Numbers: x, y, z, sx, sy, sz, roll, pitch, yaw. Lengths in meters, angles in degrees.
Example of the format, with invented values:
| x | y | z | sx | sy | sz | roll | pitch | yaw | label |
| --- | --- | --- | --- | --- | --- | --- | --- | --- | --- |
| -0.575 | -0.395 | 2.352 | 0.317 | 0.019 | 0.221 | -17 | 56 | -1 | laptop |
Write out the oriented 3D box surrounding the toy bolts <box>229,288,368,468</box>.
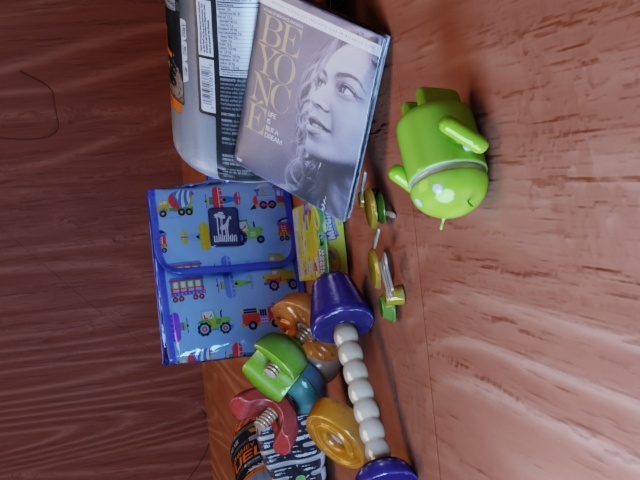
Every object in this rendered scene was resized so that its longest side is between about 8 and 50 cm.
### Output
| x | y | z | sx | sy | sz | roll | pitch | yaw | label |
| --- | --- | --- | --- | --- | --- | --- | --- | --- | --- |
| 0.006 | 0.179 | 1.606 | 0.218 | 0.158 | 0.228 | 42 | 149 | 4 | toy bolts |

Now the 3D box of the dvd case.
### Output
| x | y | z | sx | sy | sz | roll | pitch | yaw | label |
| --- | --- | --- | --- | --- | --- | --- | --- | --- | --- |
| -0.015 | -0.150 | 1.364 | 0.164 | 0.018 | 0.221 | 29 | 124 | 27 | dvd case |

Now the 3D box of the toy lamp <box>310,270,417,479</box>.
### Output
| x | y | z | sx | sy | sz | roll | pitch | yaw | label |
| --- | --- | --- | --- | --- | --- | --- | --- | --- | --- |
| 0.041 | 0.158 | 1.431 | 0.080 | 0.080 | 0.274 | 100 | 161 | -54 | toy lamp |

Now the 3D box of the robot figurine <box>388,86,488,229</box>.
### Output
| x | y | z | sx | sy | sz | roll | pitch | yaw | label |
| --- | --- | --- | --- | --- | --- | --- | --- | --- | --- |
| 0.101 | -0.069 | 1.033 | 0.101 | 0.067 | 0.115 | -41 | 53 | 52 | robot figurine |

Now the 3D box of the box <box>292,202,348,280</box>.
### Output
| x | y | z | sx | sy | sz | roll | pitch | yaw | label |
| --- | --- | --- | --- | --- | --- | --- | --- | --- | --- |
| 0.000 | 0.000 | 1.644 | 0.179 | 0.043 | 0.105 | 168 | 96 | -81 | box |

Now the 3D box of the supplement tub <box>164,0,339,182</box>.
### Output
| x | y | z | sx | sy | sz | roll | pitch | yaw | label |
| --- | --- | --- | --- | --- | --- | --- | --- | --- | --- |
| -0.080 | -0.257 | 1.487 | 0.207 | 0.207 | 0.338 | -114 | 22 | -58 | supplement tub |

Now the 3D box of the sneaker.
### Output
| x | y | z | sx | sy | sz | roll | pitch | yaw | label |
| --- | --- | --- | --- | --- | --- | --- | --- | --- | --- |
| -0.045 | 0.318 | 1.887 | 0.162 | 0.106 | 0.281 | -153 | 57 | -80 | sneaker |

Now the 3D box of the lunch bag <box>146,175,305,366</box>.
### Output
| x | y | z | sx | sy | sz | roll | pitch | yaw | label |
| --- | --- | --- | --- | --- | --- | --- | --- | --- | --- |
| -0.145 | 0.034 | 1.927 | 0.138 | 0.221 | 0.293 | 146 | 117 | -77 | lunch bag |

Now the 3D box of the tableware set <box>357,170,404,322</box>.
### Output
| x | y | z | sx | sy | sz | roll | pitch | yaw | label |
| --- | --- | --- | --- | --- | --- | --- | --- | --- | --- |
| 0.067 | 0.007 | 1.367 | 0.104 | 0.024 | 0.154 | 99 | 160 | -63 | tableware set |

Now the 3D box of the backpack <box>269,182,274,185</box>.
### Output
| x | y | z | sx | sy | sz | roll | pitch | yaw | label |
| --- | --- | --- | --- | --- | --- | --- | --- | --- | --- |
| -0.059 | -0.136 | 1.724 | 0.098 | 0.101 | 0.120 | -107 | 10 | -69 | backpack |

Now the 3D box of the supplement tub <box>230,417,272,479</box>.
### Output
| x | y | z | sx | sy | sz | roll | pitch | yaw | label |
| --- | --- | --- | --- | --- | --- | --- | --- | --- | --- |
| -0.085 | 0.380 | 2.079 | 0.190 | 0.117 | 0.117 | -112 | 20 | -54 | supplement tub |
